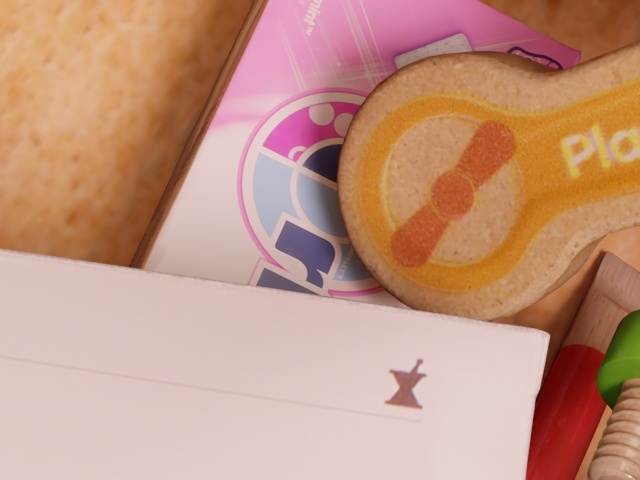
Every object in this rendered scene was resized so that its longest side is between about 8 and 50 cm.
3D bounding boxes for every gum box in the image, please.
[{"bbox_3d":[0.000,0.000,0.663,0.107,0.062,0.188,27,72,-8],"label":"gum box"}]

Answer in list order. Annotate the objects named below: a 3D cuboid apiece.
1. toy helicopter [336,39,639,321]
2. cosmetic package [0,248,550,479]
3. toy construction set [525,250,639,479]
[{"bbox_3d":[0.155,-0.067,0.534,0.140,0.355,0.235,-24,96,-61],"label":"toy helicopter"},{"bbox_3d":[-0.145,0.139,0.516,0.377,0.097,0.284,9,72,2],"label":"cosmetic package"},{"bbox_3d":[0.235,0.061,0.668,0.308,0.257,0.237,20,52,12],"label":"toy construction set"}]
